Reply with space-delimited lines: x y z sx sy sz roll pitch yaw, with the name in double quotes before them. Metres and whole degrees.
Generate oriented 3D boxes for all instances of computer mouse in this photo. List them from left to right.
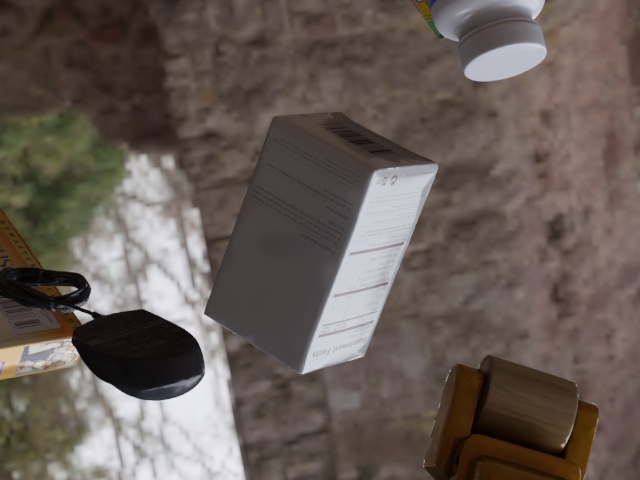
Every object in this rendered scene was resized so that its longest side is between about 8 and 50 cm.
"computer mouse" -0.159 0.065 1.170 0.071 0.041 0.242 -16 -156 -33

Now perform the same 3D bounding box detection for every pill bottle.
"pill bottle" 0.169 -0.288 1.804 0.124 0.221 0.124 -11 163 -4

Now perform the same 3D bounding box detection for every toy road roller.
"toy road roller" 0.256 0.316 2.219 0.203 0.329 0.240 17 166 -7

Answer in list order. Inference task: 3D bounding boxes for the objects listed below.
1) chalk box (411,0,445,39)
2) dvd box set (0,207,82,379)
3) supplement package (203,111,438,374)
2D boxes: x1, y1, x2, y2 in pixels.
"chalk box" 0.208 -0.372 2.102 0.132 0.132 0.213 -33 176 -42
"dvd box set" -0.521 0.056 1.943 0.420 0.062 0.307 -9 -134 -40
"supplement package" 0.000 0.000 1.349 0.105 0.179 0.105 30 -160 26
